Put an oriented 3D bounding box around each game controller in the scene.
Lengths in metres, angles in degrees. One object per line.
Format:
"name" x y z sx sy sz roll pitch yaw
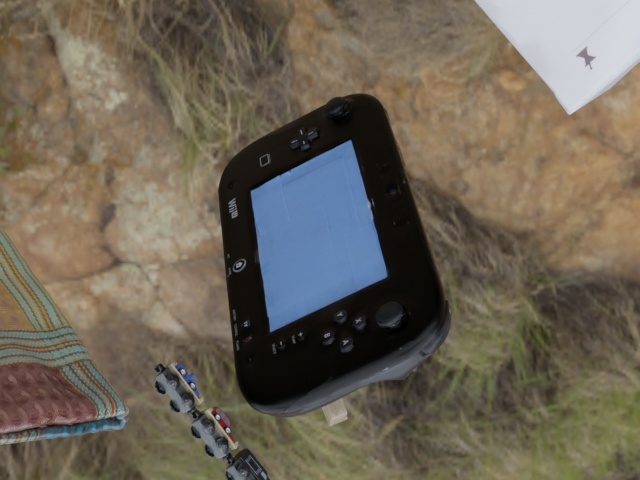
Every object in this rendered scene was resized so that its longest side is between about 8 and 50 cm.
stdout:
"game controller" 0.000 0.000 0.851 0.166 0.319 0.067 -19 130 7

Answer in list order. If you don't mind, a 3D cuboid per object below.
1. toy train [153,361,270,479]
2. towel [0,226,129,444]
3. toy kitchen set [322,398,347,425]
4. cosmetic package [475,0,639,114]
"toy train" -0.098 0.173 0.982 0.027 0.036 0.158 -30 100 40
"towel" -0.307 -0.009 0.725 0.040 0.370 0.271 -48 158 15
"toy kitchen set" 0.032 0.129 1.022 0.083 0.075 0.068 -19 161 -11
"cosmetic package" 0.211 -0.308 0.658 0.377 0.284 0.097 -43 171 36
